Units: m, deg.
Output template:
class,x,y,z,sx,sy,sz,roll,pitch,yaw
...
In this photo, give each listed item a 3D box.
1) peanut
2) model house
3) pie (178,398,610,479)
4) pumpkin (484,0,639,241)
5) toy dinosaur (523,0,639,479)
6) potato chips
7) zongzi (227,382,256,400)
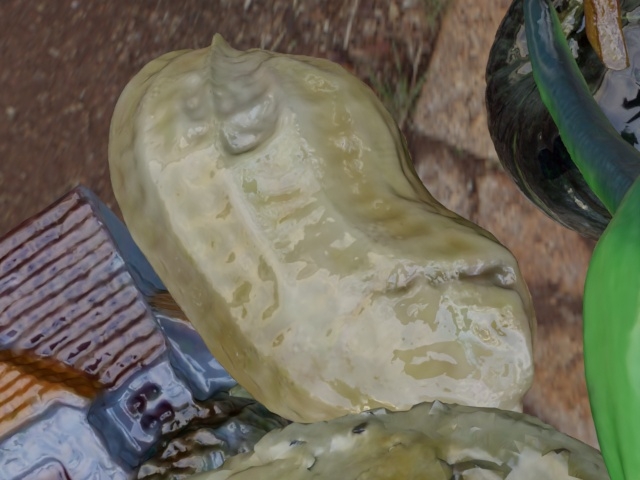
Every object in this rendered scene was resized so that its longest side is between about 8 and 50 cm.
class,x,y,z,sx,sy,sz,roll,pitch,yaw
peanut,-0.004,0.004,0.978,0.174,0.340,0.158,-35,152,0
model house,-0.247,0.137,1.498,0.360,0.297,0.339,-33,98,9
pie,0.019,0.205,0.549,0.339,0.339,0.077,-7,143,7
pumpkin,0.307,-0.152,1.597,0.241,0.323,0.323,14,119,-27
toy dinosaur,0.087,-0.031,0.376,0.144,0.500,0.374,-22,135,-1
potato chips,0.186,-0.211,1.099,0.026,0.037,0.204,-15,120,-12
zongzi,0.009,0.112,1.096,0.119,0.109,0.055,-35,155,12
